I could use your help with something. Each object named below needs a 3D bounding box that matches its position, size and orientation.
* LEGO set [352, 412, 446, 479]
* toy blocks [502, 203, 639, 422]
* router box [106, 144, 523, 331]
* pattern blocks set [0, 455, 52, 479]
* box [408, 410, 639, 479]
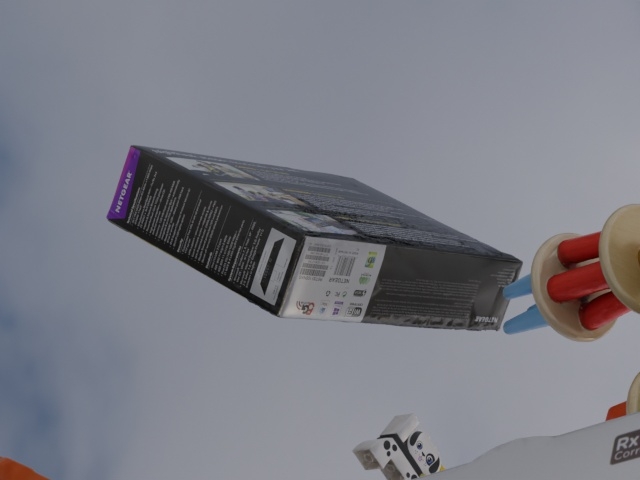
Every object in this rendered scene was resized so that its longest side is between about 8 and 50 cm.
[{"bbox_3d":[0.093,0.216,1.367,0.093,0.087,0.227,-47,-68,-38],"label":"LEGO set"},{"bbox_3d":[0.138,0.048,0.814,0.054,0.148,0.123,0,-106,-32],"label":"toy blocks"},{"bbox_3d":[0.000,0.000,0.948,0.133,0.046,0.179,28,-166,40],"label":"router box"},{"bbox_3d":[-0.196,0.289,1.220,0.325,0.026,0.285,6,-95,-23],"label":"pattern blocks set"},{"bbox_3d":[0.095,0.185,0.745,0.119,0.181,0.182,45,-137,-26],"label":"box"}]
